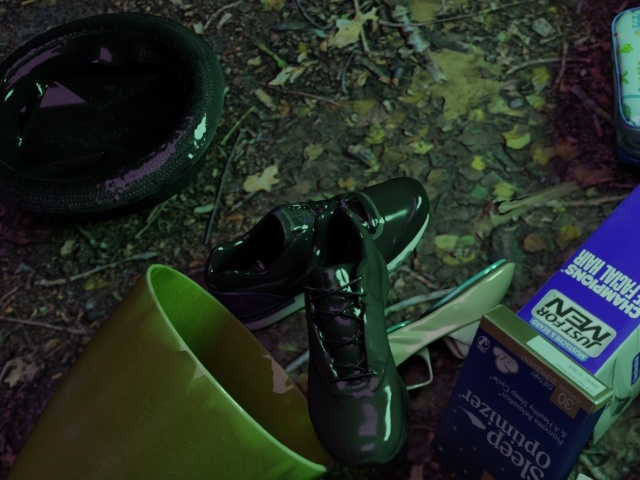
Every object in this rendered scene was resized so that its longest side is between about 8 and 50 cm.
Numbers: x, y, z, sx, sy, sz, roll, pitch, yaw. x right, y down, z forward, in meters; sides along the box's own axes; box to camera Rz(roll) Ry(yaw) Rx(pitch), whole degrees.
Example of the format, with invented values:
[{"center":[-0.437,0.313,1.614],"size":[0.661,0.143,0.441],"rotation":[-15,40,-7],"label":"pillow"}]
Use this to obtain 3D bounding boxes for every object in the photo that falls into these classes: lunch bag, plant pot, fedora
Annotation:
[{"center":[0.430,-0.182,1.343],"size":[0.176,0.090,0.219],"rotation":[-4,49,13],"label":"lunch bag"},{"center":[-0.182,0.223,1.176],"size":[0.293,0.275,0.275],"rotation":[-43,59,6],"label":"plant pot"},{"center":[-0.264,-0.129,1.441],"size":[0.334,0.152,0.334],"rotation":[-7,58,12],"label":"fedora"}]

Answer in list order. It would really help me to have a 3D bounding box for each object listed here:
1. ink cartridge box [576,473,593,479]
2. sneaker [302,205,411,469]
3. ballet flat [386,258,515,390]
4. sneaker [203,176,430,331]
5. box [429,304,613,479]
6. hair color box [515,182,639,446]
[{"center":[0.248,0.303,1.094],"size":[0.067,0.115,0.198],"rotation":[27,68,25],"label":"ink cartridge box"},{"center":[0.022,0.092,1.169],"size":[0.109,0.130,0.286],"rotation":[-13,54,5],"label":"sneaker"},{"center":[0.120,0.111,1.268],"size":[0.248,0.086,0.086],"rotation":[-29,58,-3],"label":"ballet flat"},{"center":[0.000,0.000,1.323],"size":[0.283,0.124,0.107],"rotation":[-31,59,-7],"label":"sneaker"},{"center":[0.184,0.188,1.121],"size":[0.036,0.225,0.136],"rotation":[-25,52,-39],"label":"box"},{"center":[0.347,0.033,1.191],"size":[0.110,0.185,0.339],"rotation":[36,72,28],"label":"hair color box"}]
